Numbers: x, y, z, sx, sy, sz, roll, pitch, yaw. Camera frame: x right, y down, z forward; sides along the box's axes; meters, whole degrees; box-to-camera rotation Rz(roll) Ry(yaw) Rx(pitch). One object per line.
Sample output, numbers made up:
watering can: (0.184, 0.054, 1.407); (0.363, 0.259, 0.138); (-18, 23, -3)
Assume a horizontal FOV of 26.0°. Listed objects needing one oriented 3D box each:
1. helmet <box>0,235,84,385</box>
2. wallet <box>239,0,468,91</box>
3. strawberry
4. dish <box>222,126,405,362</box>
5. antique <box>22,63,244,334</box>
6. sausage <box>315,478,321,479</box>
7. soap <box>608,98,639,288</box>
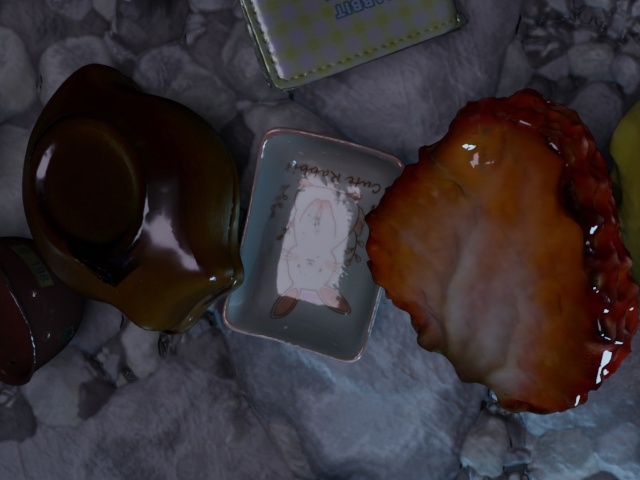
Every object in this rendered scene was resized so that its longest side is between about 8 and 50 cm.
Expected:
helmet: (-0.312, 0.054, 1.451); (0.175, 0.106, 0.155); (40, 136, 23)
wallet: (-0.002, -0.314, 1.299); (0.223, 0.077, 0.309); (-20, 100, -11)
strawberry: (0.186, -0.005, 1.248); (0.265, 0.149, 0.336); (32, 142, 24)
dish: (0.000, 0.000, 1.387); (0.151, 0.077, 0.212); (15, 100, 9)
antique: (-0.190, -0.044, 1.371); (0.223, 0.129, 0.278); (-34, 70, 23)
sausage: (0.086, 0.400, 1.405); (0.134, 0.116, 0.354); (-44, 90, 4)
soap: (0.393, 0.083, 1.159); (0.115, 0.306, 0.427); (-25, 64, -13)
